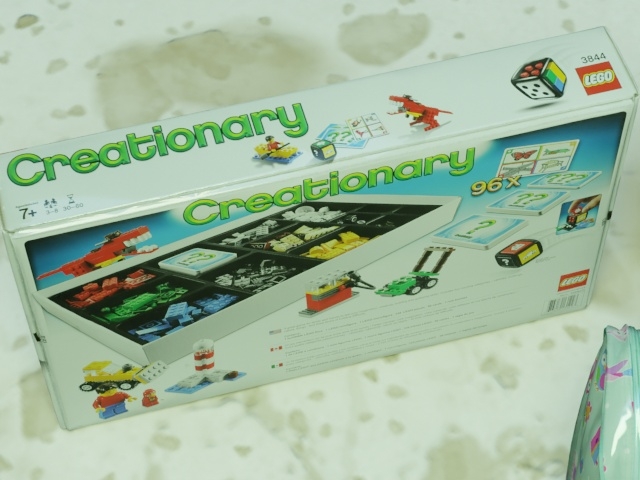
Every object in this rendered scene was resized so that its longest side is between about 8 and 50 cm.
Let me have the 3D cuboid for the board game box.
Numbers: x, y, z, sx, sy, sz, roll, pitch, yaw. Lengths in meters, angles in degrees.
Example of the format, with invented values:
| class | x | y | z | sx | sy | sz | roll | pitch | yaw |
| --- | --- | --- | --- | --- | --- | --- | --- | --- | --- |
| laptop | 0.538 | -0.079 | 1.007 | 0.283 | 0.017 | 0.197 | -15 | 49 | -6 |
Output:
| class | x | y | z | sx | sy | sz | roll | pitch | yaw |
| --- | --- | --- | --- | --- | --- | --- | --- | --- | --- |
| board game box | 0.000 | 0.000 | 0.841 | 0.305 | 0.193 | 0.053 | -12 | 57 | -8 |

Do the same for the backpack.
| class | x | y | z | sx | sy | sz | roll | pitch | yaw |
| --- | --- | --- | --- | --- | --- | --- | --- | --- | --- |
| backpack | 0.173 | 0.113 | 0.767 | 0.115 | 0.182 | 0.152 | -2 | 56 | -1 |
